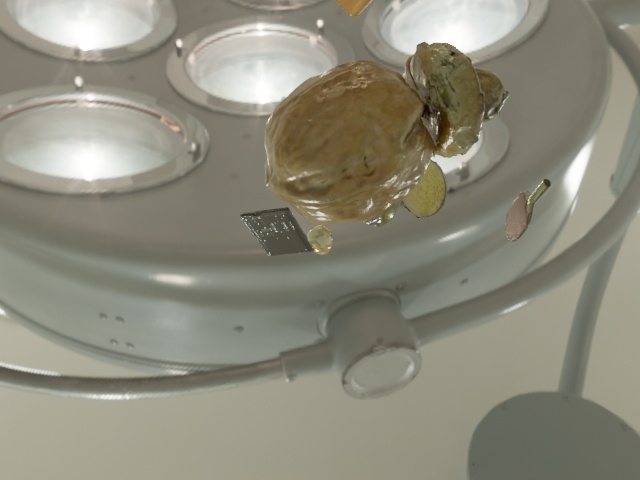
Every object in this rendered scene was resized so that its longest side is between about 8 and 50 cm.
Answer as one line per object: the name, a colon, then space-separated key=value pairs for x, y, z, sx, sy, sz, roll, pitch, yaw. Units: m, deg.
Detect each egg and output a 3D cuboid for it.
egg: x=0.000 y=0.000 z=1.766 sx=0.071 sy=0.083 sz=0.071 roll=-25 pitch=-165 yaw=7

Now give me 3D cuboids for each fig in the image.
fig: x=0.137 y=-0.124 z=1.532 sx=0.166 sy=0.144 sz=0.154 roll=-46 pitch=-150 yaw=9

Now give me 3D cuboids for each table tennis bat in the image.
table tennis bat: x=0.566 y=-0.090 z=1.752 sx=0.022 sy=0.234 sz=0.131 roll=11 pitch=-125 yaw=-8

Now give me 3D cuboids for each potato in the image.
potato: x=0.293 y=-0.167 z=1.926 sx=0.164 sy=0.201 sz=0.081 roll=-29 pitch=-164 yaw=-7

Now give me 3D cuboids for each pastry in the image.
pastry: x=0.248 y=-0.294 z=1.351 sx=0.120 sy=0.257 sz=0.236 roll=-19 pitch=-162 yaw=-11

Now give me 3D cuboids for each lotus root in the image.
lotus root: x=0.387 y=-0.388 z=1.661 sx=0.213 sy=0.138 sz=0.139 roll=16 pitch=-134 yaw=-7

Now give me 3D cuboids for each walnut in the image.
walnut: x=0.046 y=-0.184 z=1.270 sx=0.343 sy=0.306 sz=0.306 roll=-27 pitch=-132 yaw=3

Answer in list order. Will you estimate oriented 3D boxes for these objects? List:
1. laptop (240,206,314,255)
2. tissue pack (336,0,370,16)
laptop: x=-0.103 y=-0.017 z=1.546 sx=0.129 sy=0.180 sz=0.016 roll=-6 pitch=-126 yaw=20
tissue pack: x=0.151 y=-0.805 z=1.867 sx=0.145 sy=0.274 sz=0.194 roll=43 pitch=-98 yaw=-12
